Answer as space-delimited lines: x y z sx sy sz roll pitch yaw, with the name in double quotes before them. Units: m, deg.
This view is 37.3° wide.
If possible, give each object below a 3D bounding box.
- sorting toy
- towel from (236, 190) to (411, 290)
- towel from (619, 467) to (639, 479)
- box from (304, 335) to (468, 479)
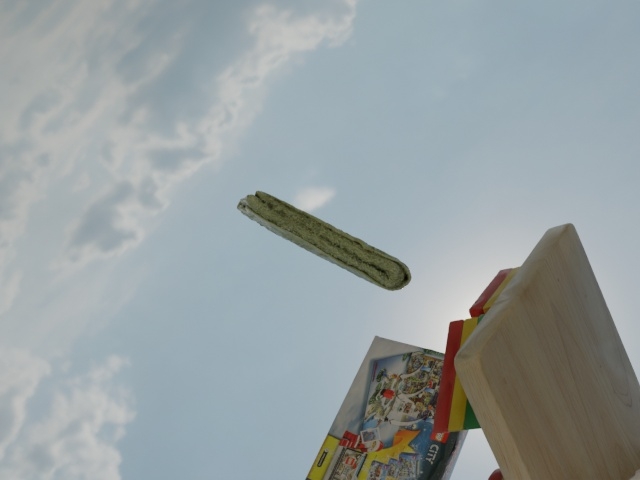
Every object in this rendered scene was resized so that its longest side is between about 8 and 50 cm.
"sorting toy" 0.197 0.155 0.850 0.089 0.257 0.255 -16 -164 37
"towel" 0.000 0.000 0.779 0.027 0.148 0.110 -64 -174 -2
"towel" 0.208 0.256 0.443 0.332 0.053 0.317 -34 -131 11
"box" 0.101 0.242 1.212 0.159 0.044 0.233 13 -126 24
